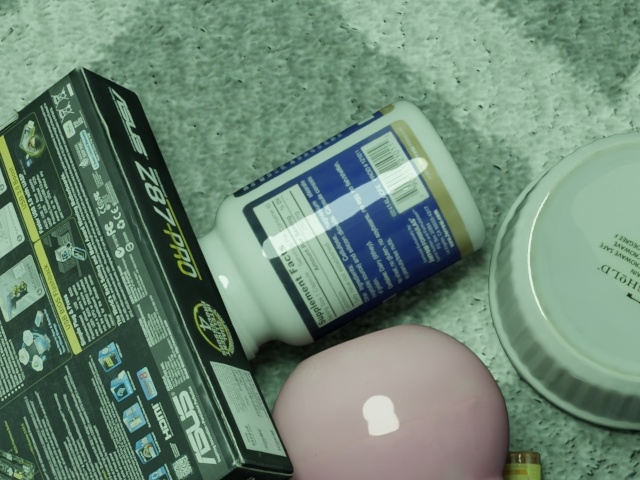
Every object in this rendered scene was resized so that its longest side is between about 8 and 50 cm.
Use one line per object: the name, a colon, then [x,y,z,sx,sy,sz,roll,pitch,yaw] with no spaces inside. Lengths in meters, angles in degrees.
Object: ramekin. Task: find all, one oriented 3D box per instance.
ramekin: [0.283,0.027,1.526,0.272,0.127,0.273,-1,78,4]

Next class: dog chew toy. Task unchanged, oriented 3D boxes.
dog chew toy: [0.085,0.243,1.463,0.206,0.206,0.332,-20,81,1]

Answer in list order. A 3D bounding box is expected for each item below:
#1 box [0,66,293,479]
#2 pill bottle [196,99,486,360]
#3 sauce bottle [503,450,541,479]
box: [-0.232,0.100,1.482,0.318,0.097,0.395,-34,64,18]
pill bottle: [0.000,0.000,1.543,0.264,0.153,0.153,-29,77,-1]
sauce bottle: [0.176,0.250,1.531,0.042,0.042,0.128,-2,76,5]
